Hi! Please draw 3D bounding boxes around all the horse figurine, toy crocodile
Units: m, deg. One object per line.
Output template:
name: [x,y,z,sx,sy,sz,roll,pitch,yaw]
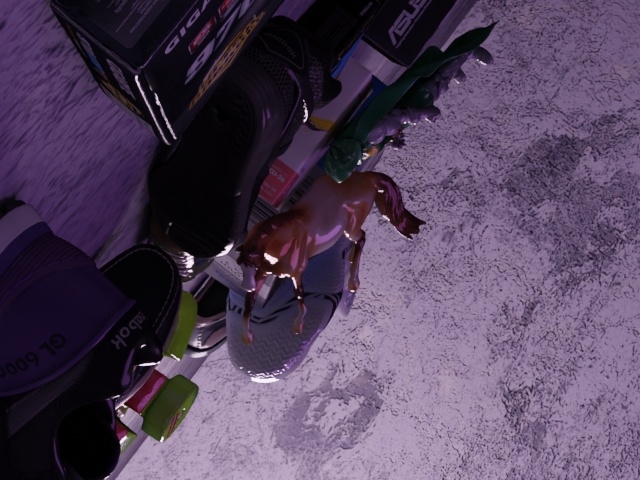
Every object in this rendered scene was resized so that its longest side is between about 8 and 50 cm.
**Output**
horse figurine: [0.000,0.000,1.431,0.263,0.066,0.174,-34,142,-33]
toy crocodile: [-0.222,0.191,1.347,0.340,0.115,0.105,-55,172,-7]

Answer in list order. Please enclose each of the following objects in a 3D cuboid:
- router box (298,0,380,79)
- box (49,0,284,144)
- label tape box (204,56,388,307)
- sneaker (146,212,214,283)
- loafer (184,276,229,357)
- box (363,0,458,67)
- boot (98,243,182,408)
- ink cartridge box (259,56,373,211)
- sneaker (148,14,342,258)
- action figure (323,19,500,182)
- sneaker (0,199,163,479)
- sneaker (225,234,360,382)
router box: [-0.029,-0.128,1.218,0.179,0.046,0.133,-52,178,-35]
box: [-0.030,-0.158,0.669,0.220,0.051,0.175,-52,178,-6]
label tape box: [-0.030,-0.051,1.645,0.241,0.106,0.334,-52,177,-14]
sneaker: [-0.117,0.005,1.207,0.086,0.064,0.192,-59,180,11]
loafer: [-0.106,0.056,1.982,0.267,0.096,0.084,-49,170,-37]
box: [0.123,-0.282,1.454,0.216,0.060,0.270,-53,-175,7]
boot: [-0.161,0.064,0.977,0.236,0.085,0.178,-51,175,-32]
ink cartridge box: [-0.008,-0.128,1.383,0.198,0.067,0.115,-53,177,0]
sneaker: [-0.051,-0.077,1.028,0.130,0.087,0.227,-44,167,-36]
action figure: [0.078,-0.127,1.389,0.232,0.063,0.137,-41,-176,-34]
sneaker: [-0.184,0.117,0.786,0.283,0.124,0.107,-55,177,38]
sneaker: [-0.024,0.067,1.850,0.210,0.137,0.366,88,16,-51]
